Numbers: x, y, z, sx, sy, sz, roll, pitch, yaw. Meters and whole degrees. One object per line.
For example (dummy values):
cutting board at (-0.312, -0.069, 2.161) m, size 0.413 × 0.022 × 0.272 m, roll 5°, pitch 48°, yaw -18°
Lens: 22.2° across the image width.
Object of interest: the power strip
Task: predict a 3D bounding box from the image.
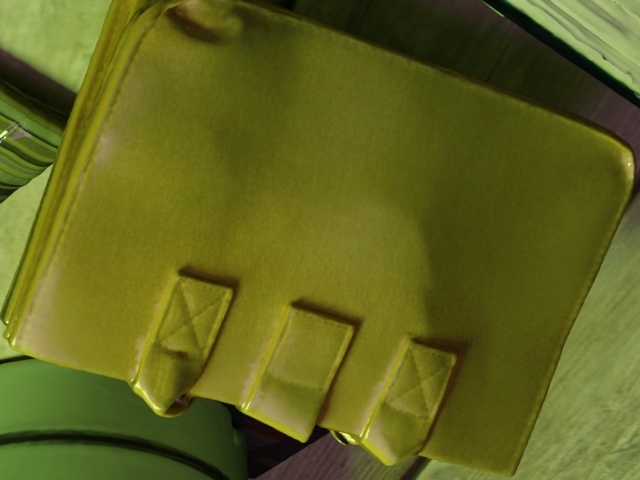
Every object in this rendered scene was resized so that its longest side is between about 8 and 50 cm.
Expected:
power strip at (-0.239, 0.264, 1.483) m, size 0.358 × 0.161 × 0.357 m, roll -3°, pitch 142°, yaw -2°

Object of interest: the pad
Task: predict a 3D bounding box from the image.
pad at (-0.045, 0.158, 1.507) m, size 0.143 × 0.003 × 0.211 m, roll 27°, pitch 131°, yaw -35°

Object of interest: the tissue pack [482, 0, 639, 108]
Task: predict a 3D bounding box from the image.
tissue pack at (0.161, -0.243, 0.813) m, size 0.253 × 0.264 × 0.417 m, roll -34°, pitch 134°, yaw 30°

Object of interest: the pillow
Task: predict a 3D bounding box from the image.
pillow at (-0.273, -0.051, 1.181) m, size 0.203 × 0.038 × 0.113 m, roll -33°, pitch 135°, yaw 31°

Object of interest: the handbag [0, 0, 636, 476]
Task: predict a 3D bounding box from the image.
handbag at (0.000, 0.000, 1.122) m, size 0.401 × 0.133 × 0.283 m, roll 18°, pitch 94°, yaw -28°
